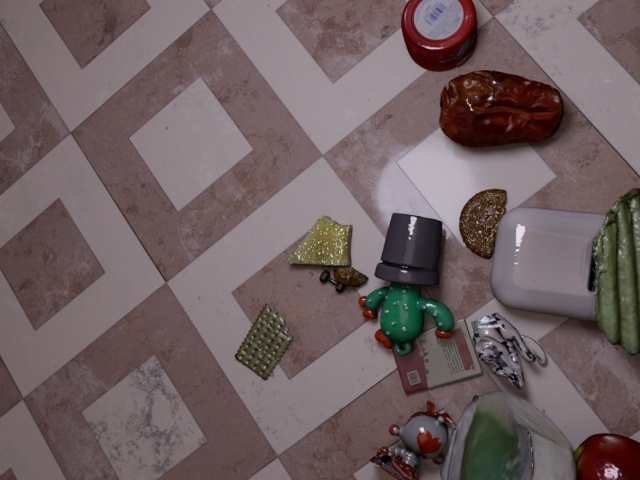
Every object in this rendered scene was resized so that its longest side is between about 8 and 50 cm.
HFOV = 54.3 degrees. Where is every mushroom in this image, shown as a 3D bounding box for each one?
[{"bbox_3d":[0.593,0.305,1.747,0.049,0.019,0.101,-43,73,6],"label":"mushroom"}]

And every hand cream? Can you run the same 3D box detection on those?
[{"bbox_3d":[0.353,-0.632,1.851,0.230,0.149,0.231,-3,80,16],"label":"hand cream"}]

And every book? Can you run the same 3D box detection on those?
[{"bbox_3d":[0.332,0.337,1.810,0.231,0.022,0.162,-19,81,12],"label":"book"}]

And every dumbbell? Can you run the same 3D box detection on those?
[{"bbox_3d":[0.038,0.125,1.905,0.083,0.036,0.040,31,92,16],"label":"dumbbell"}]

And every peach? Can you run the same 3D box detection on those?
[{"bbox_3d":[0.767,0.642,1.532,0.338,0.281,0.281,40,95,15],"label":"peach"}]

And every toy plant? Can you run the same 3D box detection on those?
[{"bbox_3d":[0.253,0.131,1.775,0.279,0.185,0.401,10,92,7],"label":"toy plant"}]

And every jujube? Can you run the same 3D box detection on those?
[{"bbox_3d":[0.510,-0.362,1.763,0.341,0.216,0.217,3,84,3],"label":"jujube"}]

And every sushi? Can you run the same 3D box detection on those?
[{"bbox_3d":[0.087,0.104,1.870,0.060,0.117,0.061,-65,36,25],"label":"sushi"}]

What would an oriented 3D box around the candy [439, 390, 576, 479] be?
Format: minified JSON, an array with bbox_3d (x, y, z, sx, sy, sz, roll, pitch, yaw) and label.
[{"bbox_3d":[0.474,0.623,1.596,0.186,0.386,0.427,23,89,-23],"label":"candy"}]

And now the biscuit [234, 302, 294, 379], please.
[{"bbox_3d":[-0.169,0.319,1.948,0.144,0.016,0.203,34,94,16],"label":"biscuit"}]

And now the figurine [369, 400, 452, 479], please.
[{"bbox_3d":[0.276,0.564,1.747,0.183,0.160,0.226,29,82,15],"label":"figurine"}]

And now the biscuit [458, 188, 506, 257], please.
[{"bbox_3d":[0.468,-0.057,1.817,0.125,0.025,0.206,13,87,16],"label":"biscuit"}]

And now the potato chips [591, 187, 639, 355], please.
[{"bbox_3d":[0.855,0.079,1.600,0.358,0.070,0.430,-3,88,-16],"label":"potato chips"}]

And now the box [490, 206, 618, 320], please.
[{"bbox_3d":[0.650,0.060,1.696,0.348,0.141,0.289,8,85,15],"label":"box"}]

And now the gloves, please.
[{"bbox_3d":[0.503,0.309,1.728,0.127,0.111,0.212,-17,75,-12],"label":"gloves"}]

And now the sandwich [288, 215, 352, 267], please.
[{"bbox_3d":[0.000,0.000,1.921,0.192,0.058,0.163,0,82,17],"label":"sandwich"}]
